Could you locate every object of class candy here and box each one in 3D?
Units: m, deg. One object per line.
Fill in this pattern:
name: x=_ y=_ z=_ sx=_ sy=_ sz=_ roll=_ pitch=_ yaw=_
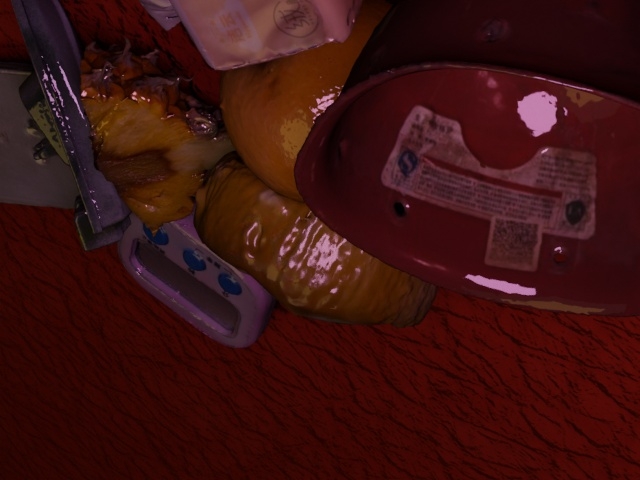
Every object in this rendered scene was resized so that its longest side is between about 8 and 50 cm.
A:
candy: x=0.000 y=0.000 z=1.747 sx=0.260 sy=0.118 sz=0.260 roll=26 pitch=-172 yaw=-4

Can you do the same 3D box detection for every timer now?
timer: x=-0.141 y=0.027 z=2.084 sx=0.208 sy=0.069 sz=0.191 roll=35 pitch=149 yaw=9

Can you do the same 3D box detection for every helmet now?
helmet: x=0.172 y=-0.116 z=1.383 sx=0.337 sy=0.230 sz=0.385 roll=16 pitch=154 yaw=1

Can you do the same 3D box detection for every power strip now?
power strip: x=-0.359 y=-0.134 z=2.125 sx=0.213 sy=0.064 sz=0.198 roll=8 pitch=129 yaw=25

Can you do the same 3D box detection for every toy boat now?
toy boat: x=-0.284 y=-0.150 z=1.952 sx=0.141 sy=0.092 sz=0.320 roll=-115 pitch=7 yaw=-75

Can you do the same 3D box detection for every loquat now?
loquat: x=0.010 y=-0.130 z=1.586 sx=0.208 sy=0.208 sz=0.208 roll=29 pitch=147 yaw=21

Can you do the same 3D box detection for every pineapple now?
pineapple: x=-0.159 y=-0.140 z=1.889 sx=0.164 sy=0.140 sz=0.250 roll=-19 pitch=143 yaw=11

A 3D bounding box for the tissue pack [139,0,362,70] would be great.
tissue pack: x=-0.110 y=-0.307 z=1.436 sx=0.238 sy=0.238 sz=0.305 roll=5 pitch=135 yaw=45
